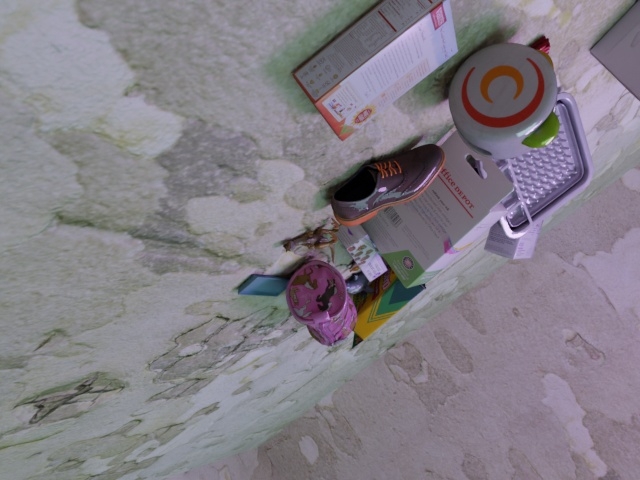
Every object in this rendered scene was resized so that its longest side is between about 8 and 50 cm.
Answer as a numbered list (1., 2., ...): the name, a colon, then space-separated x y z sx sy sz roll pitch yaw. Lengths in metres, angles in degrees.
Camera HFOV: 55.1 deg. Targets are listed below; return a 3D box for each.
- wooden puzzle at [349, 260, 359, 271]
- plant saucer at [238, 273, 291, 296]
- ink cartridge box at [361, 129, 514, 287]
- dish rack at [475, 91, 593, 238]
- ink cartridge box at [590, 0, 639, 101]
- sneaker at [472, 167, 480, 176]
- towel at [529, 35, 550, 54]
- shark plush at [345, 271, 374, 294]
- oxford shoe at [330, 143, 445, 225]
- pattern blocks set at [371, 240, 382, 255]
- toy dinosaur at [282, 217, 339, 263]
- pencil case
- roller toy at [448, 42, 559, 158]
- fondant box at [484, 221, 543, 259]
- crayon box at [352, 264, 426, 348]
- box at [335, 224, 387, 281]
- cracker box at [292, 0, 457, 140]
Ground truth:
1. wooden puzzle: 0.119 0.053 1.770 0.078 0.014 0.116 -16 153 -51
2. plant saucer: -0.130 0.108 1.489 0.067 0.018 0.192 -41 159 15
3. ink cartridge box: 0.290 -0.076 1.458 0.353 0.207 0.119 -46 156 29
4. dish rack: 0.549 -0.197 1.597 0.332 0.286 0.072 -34 -156 -13
5. ink cartridge box: 0.828 -0.443 1.463 0.270 0.197 0.198 -3 144 -44
6. sneaker: 0.462 -0.146 1.723 0.295 0.105 0.147 -17 159 -31
7. towel: 0.432 -0.328 1.377 0.198 0.031 0.275 -38 160 11
8. shark plush: 0.099 0.123 1.879 0.161 0.073 0.067 -6 123 -27
9. oxford shoe: 0.144 -0.127 1.282 0.271 0.097 0.098 -34 154 -4
10. pattern blocks set: 0.308 -0.019 1.734 0.324 0.026 0.285 -19 162 14
11. toy dinosaur: 0.000 0.000 1.413 0.112 0.064 0.211 -26 158 35
12. pencil case: 0.010 0.176 1.632 0.160 0.167 0.386 -48 163 -9
13. roller toy: 0.344 -0.260 1.159 0.191 0.210 0.146 -3 168 19
14. fondant box: 0.599 -0.114 1.797 0.238 0.096 0.331 2 106 -60
15. crayon box: 0.193 0.181 1.947 0.318 0.081 0.202 -44 -169 23
16. box: 0.109 0.029 1.596 0.063 0.067 0.324 -35 156 2
17. cracker box: 0.088 -0.265 0.912 0.232 0.067 0.155 -36 161 7
